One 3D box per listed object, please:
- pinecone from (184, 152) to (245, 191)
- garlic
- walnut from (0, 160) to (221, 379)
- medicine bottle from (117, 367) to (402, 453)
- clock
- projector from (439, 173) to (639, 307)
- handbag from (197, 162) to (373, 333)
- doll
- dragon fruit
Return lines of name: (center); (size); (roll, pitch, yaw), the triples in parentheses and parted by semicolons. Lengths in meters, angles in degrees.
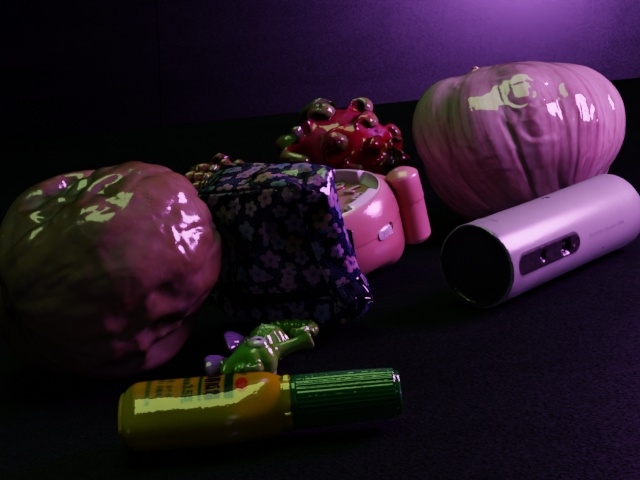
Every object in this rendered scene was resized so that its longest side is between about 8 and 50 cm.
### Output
pinecone: (-0.149, -0.042, 2.029); (0.174, 0.173, 0.173); (-6, 12, 1)
garlic: (0.296, -0.135, 2.017); (0.318, 0.259, 0.317); (-19, -22, -8)
walnut: (-0.240, 0.034, 1.502); (0.227, 0.273, 0.273); (42, 36, 24)
medicine bottle: (-0.054, 0.154, 1.242); (0.261, 0.064, 0.095); (-5, 12, 1)
clock: (0.000, 0.000, 1.810); (0.227, 0.142, 0.241); (2, 24, 37)
projector: (0.292, -0.005, 1.721); (0.108, 0.108, 0.337); (5, 16, 41)
handbag: (-0.044, 0.011, 1.587); (0.229, 0.207, 0.127); (-1, 25, 38)
doll: (-0.057, 0.116, 1.463); (0.115, 0.050, 0.190); (-7, 9, 13)
dragon fruit: (0.014, -0.114, 2.225); (0.218, 0.272, 0.198); (-11, 57, -46)
